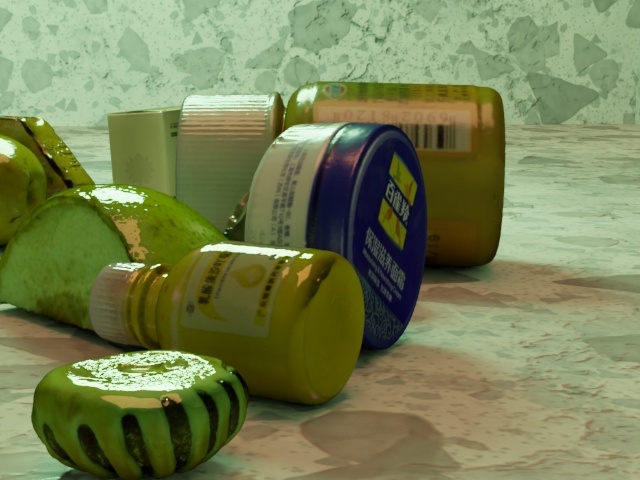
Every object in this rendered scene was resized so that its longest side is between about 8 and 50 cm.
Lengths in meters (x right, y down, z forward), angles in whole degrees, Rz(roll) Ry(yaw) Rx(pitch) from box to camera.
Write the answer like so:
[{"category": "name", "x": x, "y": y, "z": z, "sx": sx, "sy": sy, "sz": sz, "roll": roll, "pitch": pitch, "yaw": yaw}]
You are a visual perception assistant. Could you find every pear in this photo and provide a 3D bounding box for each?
[{"category": "pear", "x": -0.425, "y": -0.061, "z": 1.696, "sx": 0.162, "sy": 0.149, "sz": 0.149, "roll": 1, "pitch": 9, "yaw": 22}, {"category": "pear", "x": -0.152, "y": 0.021, "z": 1.327, "sx": 0.239, "sy": 0.139, "sz": 0.288, "roll": 7, "pitch": 2, "yaw": -44}]

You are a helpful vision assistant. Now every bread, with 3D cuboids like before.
[{"category": "bread", "x": -0.118, "y": 0.116, "z": 0.889, "sx": 0.130, "sy": 0.071, "sz": 0.139, "roll": 4, "pitch": 11, "yaw": 32}]

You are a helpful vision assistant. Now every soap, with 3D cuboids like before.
[{"category": "soap", "x": -0.435, "y": -0.089, "z": 1.817, "sx": 0.257, "sy": 0.160, "sz": 0.080, "roll": 5, "pitch": 9, "yaw": 15}]

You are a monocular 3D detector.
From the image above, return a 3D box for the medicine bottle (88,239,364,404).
[{"category": "medicine bottle", "x": -0.082, "y": 0.059, "z": 1.083, "sx": 0.212, "sy": 0.122, "sz": 0.122, "roll": 6, "pitch": 10, "yaw": 27}]

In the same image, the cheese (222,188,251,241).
[{"category": "cheese", "x": 0.000, "y": 0.000, "z": 1.430, "sx": 0.202, "sy": 0.091, "sz": 0.175, "roll": 19, "pitch": -6, "yaw": -3}]

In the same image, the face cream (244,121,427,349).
[{"category": "face cream", "x": 0.015, "y": -0.005, "z": 1.225, "sx": 0.111, "sy": 0.206, "sz": 0.206, "roll": 4, "pitch": 10, "yaw": 23}]

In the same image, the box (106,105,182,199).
[{"category": "box", "x": -0.209, "y": -0.108, "z": 1.928, "sx": 0.095, "sy": 0.168, "sz": 0.212, "roll": 1, "pitch": 9, "yaw": 23}]

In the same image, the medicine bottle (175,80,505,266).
[{"category": "medicine bottle", "x": 0.026, "y": -0.082, "z": 1.641, "sx": 0.384, "sy": 0.224, "sz": 0.224, "roll": 1, "pitch": 9, "yaw": 1}]
